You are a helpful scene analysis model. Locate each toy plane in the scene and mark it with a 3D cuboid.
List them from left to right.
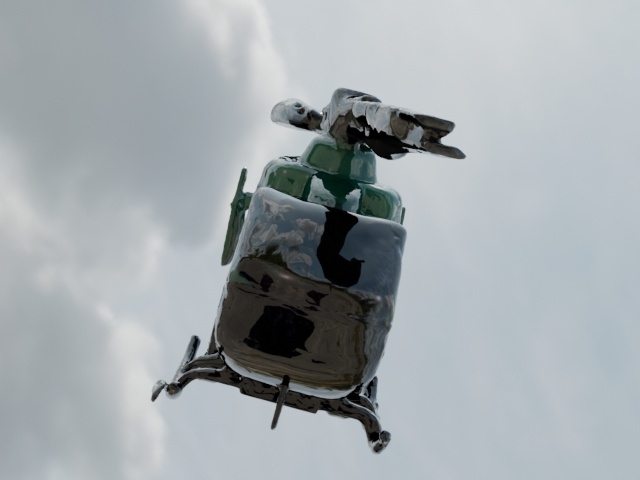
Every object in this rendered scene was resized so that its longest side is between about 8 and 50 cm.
[{"bbox_3d":[0.000,0.000,0.767,0.106,0.381,0.155,15,-86,0],"label":"toy plane"}]
